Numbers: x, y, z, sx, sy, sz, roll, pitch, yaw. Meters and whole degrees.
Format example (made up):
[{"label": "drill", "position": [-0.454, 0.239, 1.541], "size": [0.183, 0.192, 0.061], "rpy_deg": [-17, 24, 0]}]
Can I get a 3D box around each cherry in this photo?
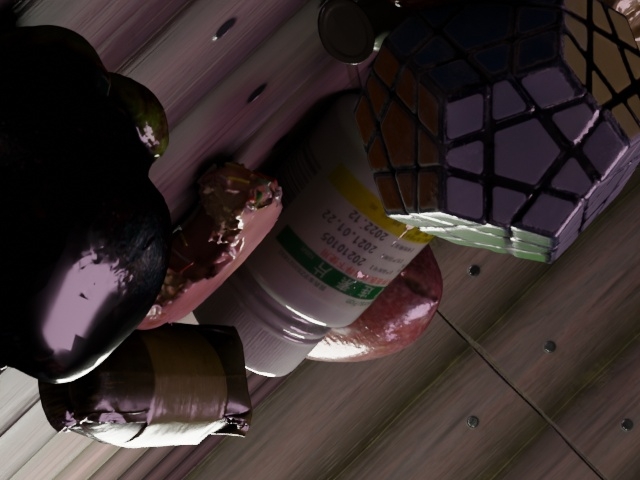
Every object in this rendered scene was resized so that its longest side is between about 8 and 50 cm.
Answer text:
[{"label": "cherry", "position": [0.041, 0.052, 2.281], "size": [0.261, 0.307, 0.221], "rpy_deg": [-58, 146, -22]}]

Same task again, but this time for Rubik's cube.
[{"label": "Rubik's cube", "position": [0.194, -0.129, 1.690], "size": [0.319, 0.319, 0.264], "rpy_deg": [-42, 138, -17]}]

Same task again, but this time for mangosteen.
[{"label": "mangosteen", "position": [-0.199, -0.023, 1.127], "size": [0.243, 0.243, 0.243], "rpy_deg": [-43, 171, -9]}]

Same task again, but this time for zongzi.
[{"label": "zongzi", "position": [-0.282, 0.178, 1.962], "size": [0.317, 0.154, 0.289], "rpy_deg": [-10, 167, 38]}]

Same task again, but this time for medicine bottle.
[{"label": "medicine bottle", "position": [0.000, 0.000, 2.057], "size": [0.340, 0.208, 0.208], "rpy_deg": [-48, 170, 22]}]

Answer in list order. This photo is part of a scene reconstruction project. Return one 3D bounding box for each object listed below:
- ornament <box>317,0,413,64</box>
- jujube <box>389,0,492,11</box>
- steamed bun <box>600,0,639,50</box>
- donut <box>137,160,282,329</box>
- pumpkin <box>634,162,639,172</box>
[{"label": "ornament", "position": [0.058, -0.232, 1.714], "size": [0.081, 0.075, 0.156], "rpy_deg": [-30, -179, 31]}, {"label": "jujube", "position": [0.161, -0.309, 1.579], "size": [0.236, 0.168, 0.168], "rpy_deg": [-29, 178, 27]}, {"label": "steamed bun", "position": [0.304, -0.276, 1.943], "size": [0.247, 0.189, 0.428], "rpy_deg": [-34, 154, -48]}, {"label": "donut", "position": [-0.141, 0.004, 1.849], "size": [0.233, 0.085, 0.199], "rpy_deg": [-45, 170, 2]}, {"label": "pumpkin", "position": [0.456, -0.308, 2.237], "size": [0.454, 0.344, 0.454], "rpy_deg": [-62, -179, 3]}]
